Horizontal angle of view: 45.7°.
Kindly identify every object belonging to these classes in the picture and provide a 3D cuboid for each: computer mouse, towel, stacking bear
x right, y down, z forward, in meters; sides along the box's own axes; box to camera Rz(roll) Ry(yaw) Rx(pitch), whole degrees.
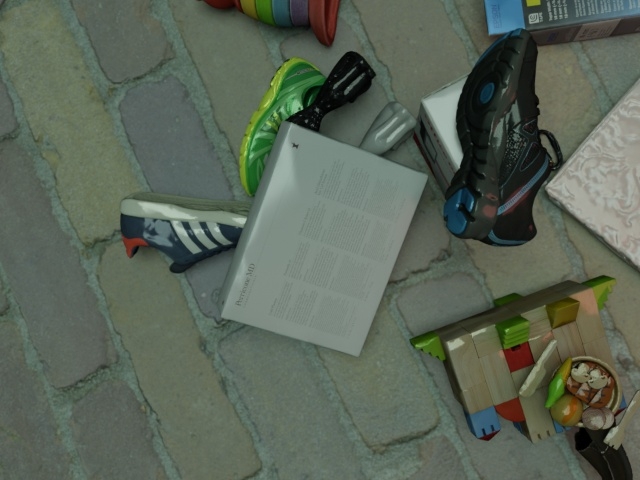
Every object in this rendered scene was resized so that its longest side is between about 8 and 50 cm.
[{"bbox_3d":[0.393,-0.237,1.503,0.071,0.041,0.242,-43,84,1],"label":"computer mouse"},{"bbox_3d":[0.654,-0.108,1.462,0.332,0.053,0.317,42,93,7],"label":"towel"},{"bbox_3d":[-0.112,-0.510,1.522,0.288,0.164,0.176,11,88,11],"label":"stacking bear"}]

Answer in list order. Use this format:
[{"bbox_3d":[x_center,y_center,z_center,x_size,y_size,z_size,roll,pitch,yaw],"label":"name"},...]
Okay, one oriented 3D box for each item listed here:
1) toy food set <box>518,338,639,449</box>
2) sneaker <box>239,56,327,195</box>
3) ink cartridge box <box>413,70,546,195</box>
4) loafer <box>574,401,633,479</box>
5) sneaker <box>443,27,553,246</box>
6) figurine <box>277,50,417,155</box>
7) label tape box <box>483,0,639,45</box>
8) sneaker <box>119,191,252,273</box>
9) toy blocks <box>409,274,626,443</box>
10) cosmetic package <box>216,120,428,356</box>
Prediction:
[{"bbox_3d":[0.452,0.264,1.299,0.192,0.038,0.133,29,94,7],"label":"toy food set"},{"bbox_3d":[-0.074,-0.221,1.519,0.123,0.109,0.296,25,91,8],"label":"sneaker"},{"bbox_3d":[0.276,-0.155,1.377,0.131,0.306,0.226,-27,84,4],"label":"ink cartridge box"},{"bbox_3d":[0.495,0.366,1.368,0.078,0.080,0.220,-20,100,-1],"label":"loafer"},{"bbox_3d":[0.289,-0.156,1.181,0.139,0.125,0.341,15,85,-21],"label":"sneaker"},{"bbox_3d":[0.055,-0.219,1.484,0.209,0.092,0.215,-44,111,1],"label":"figurine"},{"bbox_3d":[0.473,-0.517,1.477,0.333,0.106,0.241,-6,85,6],"label":"label tape box"},{"bbox_3d":[-0.229,-0.003,1.527,0.349,0.131,0.148,8,104,4],"label":"sneaker"},{"bbox_3d":[0.392,0.249,1.422,0.381,0.191,0.261,-19,98,-5],"label":"toy blocks"},{"bbox_3d":[0.000,0.000,1.433,0.284,0.097,0.378,19,97,-19],"label":"cosmetic package"}]
